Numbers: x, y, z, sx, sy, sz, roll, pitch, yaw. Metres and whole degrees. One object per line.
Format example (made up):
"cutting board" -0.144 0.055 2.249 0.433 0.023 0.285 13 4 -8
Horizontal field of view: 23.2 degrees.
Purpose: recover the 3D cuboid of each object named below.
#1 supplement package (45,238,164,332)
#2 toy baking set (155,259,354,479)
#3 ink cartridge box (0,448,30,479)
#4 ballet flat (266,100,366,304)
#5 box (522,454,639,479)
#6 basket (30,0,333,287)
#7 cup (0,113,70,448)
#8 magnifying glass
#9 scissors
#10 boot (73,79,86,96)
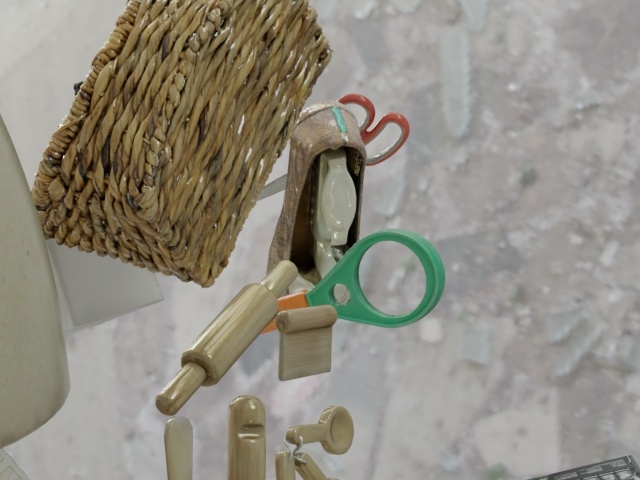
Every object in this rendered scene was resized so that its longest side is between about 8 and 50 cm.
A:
"supplement package" -0.310 0.044 1.667 0.244 0.134 0.139 -21 88 41
"toy baking set" -0.040 0.139 1.044 0.030 0.256 0.196 -5 115 36
"ink cartridge box" -0.360 0.354 1.698 0.189 0.232 0.066 -43 14 -19
"ballet flat" 0.000 0.000 1.761 0.106 0.108 0.316 -125 31 -54
"box" 0.235 0.307 1.586 0.233 0.059 0.183 -14 18 0
"basket" -0.164 -0.141 1.452 0.223 0.213 0.299 17 69 28
"cup" -0.297 -0.034 0.808 0.331 0.331 0.237 15 107 48
"magnifying glass" 0.012 0.053 1.474 0.231 0.026 0.092 -18 92 30
"scissors" 0.002 -0.097 2.140 0.297 0.109 0.021 -43 22 37
"boot" -0.254 -0.113 1.899 0.091 0.263 0.229 -29 58 -1
